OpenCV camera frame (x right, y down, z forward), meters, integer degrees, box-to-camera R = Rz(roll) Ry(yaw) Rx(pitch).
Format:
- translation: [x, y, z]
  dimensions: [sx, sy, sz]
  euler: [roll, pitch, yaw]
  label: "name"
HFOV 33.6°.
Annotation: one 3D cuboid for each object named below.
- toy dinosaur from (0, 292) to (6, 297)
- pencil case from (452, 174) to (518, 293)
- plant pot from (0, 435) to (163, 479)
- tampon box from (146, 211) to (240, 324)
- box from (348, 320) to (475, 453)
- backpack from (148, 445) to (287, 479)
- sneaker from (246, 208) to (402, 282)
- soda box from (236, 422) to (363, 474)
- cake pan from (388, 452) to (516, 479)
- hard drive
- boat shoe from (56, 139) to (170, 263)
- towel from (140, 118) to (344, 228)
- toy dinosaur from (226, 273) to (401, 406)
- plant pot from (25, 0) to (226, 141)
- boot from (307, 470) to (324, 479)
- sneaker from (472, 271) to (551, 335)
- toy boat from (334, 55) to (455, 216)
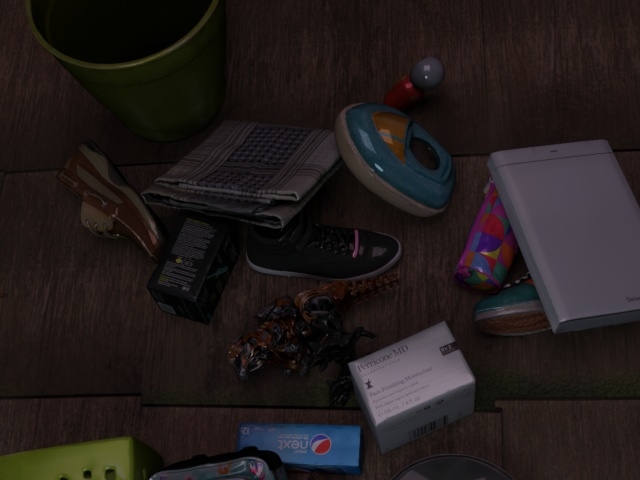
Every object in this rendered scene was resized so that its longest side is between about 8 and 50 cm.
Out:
- translation: [-0.663, 0.085, 2.053]
  dimensions: [0.090, 0.047, 0.082]
  euler: [1, 48, -29]
  label: "toy dinosaur"
- translation: [0.317, -0.020, 1.930]
  dimensions: [0.104, 0.104, 0.236]
  euler: [15, 66, 15]
  label: "pencil case"
- translation: [-0.377, 0.449, 1.721]
  dimensions: [0.228, 0.227, 0.207]
  euler: [-10, 69, 2]
  label: "plant pot"
- translation: [-0.232, 0.051, 1.954]
  dimensions: [0.101, 0.120, 0.161]
  euler: [16, 66, 14]
  label: "tampon box"
- translation: [0.154, 0.248, 1.767]
  dimensions: [0.181, 0.182, 0.119]
  euler: [-24, 63, -4]
  label: "box"
- translation: [-0.151, 0.474, 1.681]
  dimensions: [0.225, 0.191, 0.254]
  euler: [-11, 88, 11]
  label: "backpack"
- translation: [0.000, 0.000, 1.934]
  dimensions: [0.295, 0.147, 0.105]
  euler: [1, 62, 7]
  label: "sneaker"
- translation: [-0.034, 0.355, 1.803]
  dimensions: [0.210, 0.067, 0.071]
  euler: [0, 64, 8]
  label: "soda box"
- translation: [0.215, 0.481, 1.714]
  dimensions: [0.293, 0.054, 0.293]
  euler: [-3, 63, 6]
  label: "cake pan"
- translation: [0.453, -0.017, 1.838]
  dimensions: [0.233, 0.047, 0.353]
  euler: [-7, 58, -14]
  label: "hard drive"
- translation: [-0.400, -0.057, 2.043]
  dimensions: [0.120, 0.122, 0.324]
  euler: [-40, 57, -7]
  label: "boat shoe"
- translation: [-0.127, -0.141, 1.975]
  dimensions: [0.312, 0.056, 0.324]
  euler: [11, 37, 25]
  label: "towel"
- translation: [-0.007, 0.151, 1.866]
  dimensions: [0.322, 0.164, 0.218]
  euler: [-46, 48, 8]
  label: "toy dinosaur"
- translation: [-0.329, -0.380, 2.055]
  dimensions: [0.366, 0.353, 0.367]
  euler: [-3, 63, 7]
  label: "plant pot"
- translation: [-0.001, 0.490, 1.723]
  dimensions: [0.106, 0.082, 0.219]
  euler: [-24, 64, -8]
  label: "boot"
- translation: [0.403, 0.083, 1.867]
  dimensions: [0.302, 0.108, 0.121]
  euler: [-11, 61, -7]
  label: "sneaker"
- translation: [0.159, -0.212, 1.985]
  dimensions: [0.267, 0.148, 0.318]
  euler: [32, 46, -21]
  label: "toy boat"
